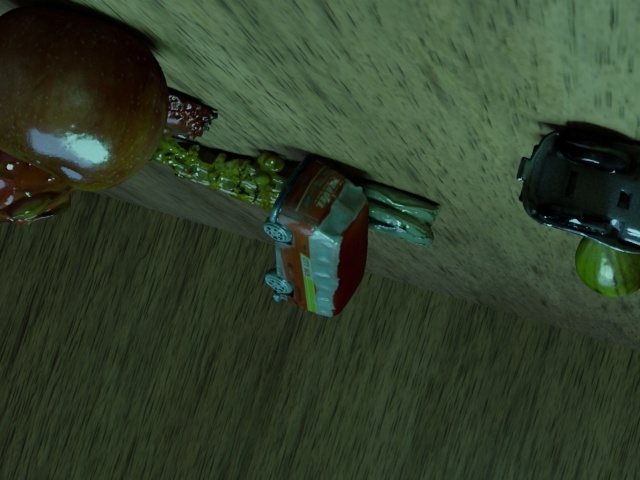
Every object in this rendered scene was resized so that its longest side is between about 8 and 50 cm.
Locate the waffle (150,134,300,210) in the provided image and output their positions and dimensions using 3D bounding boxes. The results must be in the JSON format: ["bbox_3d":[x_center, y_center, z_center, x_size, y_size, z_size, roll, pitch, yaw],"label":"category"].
[{"bbox_3d":[-0.090,-0.082,2.123,0.293,0.069,0.259,15,174,42],"label":"waffle"}]

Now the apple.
[{"bbox_3d":[-0.250,-0.138,1.427,0.201,0.162,0.201,16,177,1],"label":"apple"}]

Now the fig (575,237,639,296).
[{"bbox_3d":[0.318,0.013,1.605,0.093,0.093,0.166,15,174,29],"label":"fig"}]

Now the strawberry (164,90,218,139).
[{"bbox_3d":[-0.192,-0.156,1.727,0.152,0.048,0.104,17,173,-39],"label":"strawberry"}]

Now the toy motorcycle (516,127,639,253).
[{"bbox_3d":[0.294,-0.028,1.230,0.263,0.091,0.157,17,-176,22],"label":"toy motorcycle"}]

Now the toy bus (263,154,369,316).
[{"bbox_3d":[0.000,0.000,1.943,0.119,0.121,0.265,28,154,14],"label":"toy bus"}]

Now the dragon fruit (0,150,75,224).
[{"bbox_3d":[-0.405,-0.122,1.942,0.224,0.224,0.227,17,170,7],"label":"dragon fruit"}]

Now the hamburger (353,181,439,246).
[{"bbox_3d":[0.097,-0.037,1.996,0.140,0.062,0.133,16,177,-3],"label":"hamburger"}]
